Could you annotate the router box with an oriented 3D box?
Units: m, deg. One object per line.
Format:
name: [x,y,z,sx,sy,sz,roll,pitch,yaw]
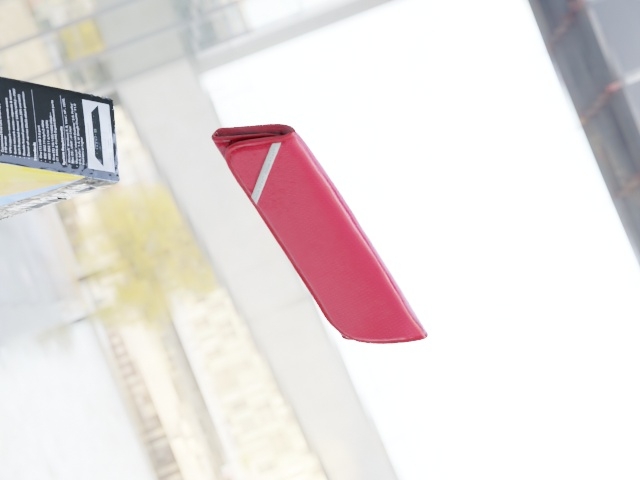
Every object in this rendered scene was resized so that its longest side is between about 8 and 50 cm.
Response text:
router box: [-0.203,-0.035,0.798,0.133,0.179,0.046,8,72,-50]

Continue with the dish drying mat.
dish drying mat: [0.000,0.000,0.493,0.032,0.008,0.083,-3,-47,37]
